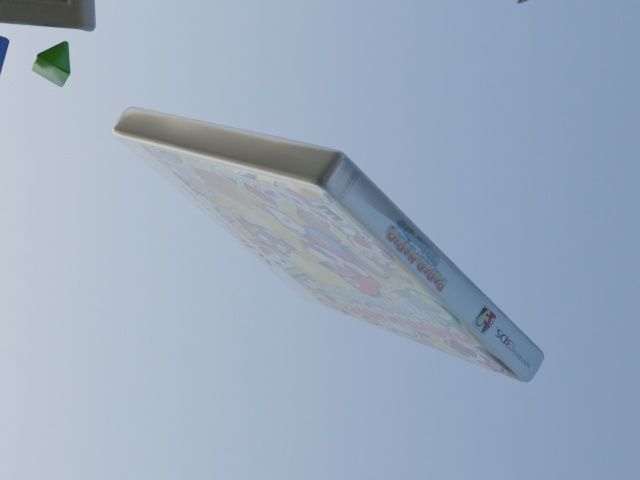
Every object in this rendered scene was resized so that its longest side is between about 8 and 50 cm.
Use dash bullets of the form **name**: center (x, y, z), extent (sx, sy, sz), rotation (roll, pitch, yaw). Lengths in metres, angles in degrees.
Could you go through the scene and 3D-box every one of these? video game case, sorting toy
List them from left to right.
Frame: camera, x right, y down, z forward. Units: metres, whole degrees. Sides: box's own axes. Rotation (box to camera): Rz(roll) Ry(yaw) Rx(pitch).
- **sorting toy**: center (-0.334, -0.302, 1.337), extent (0.047, 0.196, 0.348), rotation (141, -53, -58)
- **video game case**: center (0.000, 0.000, 0.781), extent (0.227, 0.206, 0.026), rotation (17, -111, 52)

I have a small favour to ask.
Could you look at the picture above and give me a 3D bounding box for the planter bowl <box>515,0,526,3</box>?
- **planter bowl**: center (0.224, -0.309, 1.197), extent (0.162, 0.162, 0.109), rotation (-31, -89, 26)
